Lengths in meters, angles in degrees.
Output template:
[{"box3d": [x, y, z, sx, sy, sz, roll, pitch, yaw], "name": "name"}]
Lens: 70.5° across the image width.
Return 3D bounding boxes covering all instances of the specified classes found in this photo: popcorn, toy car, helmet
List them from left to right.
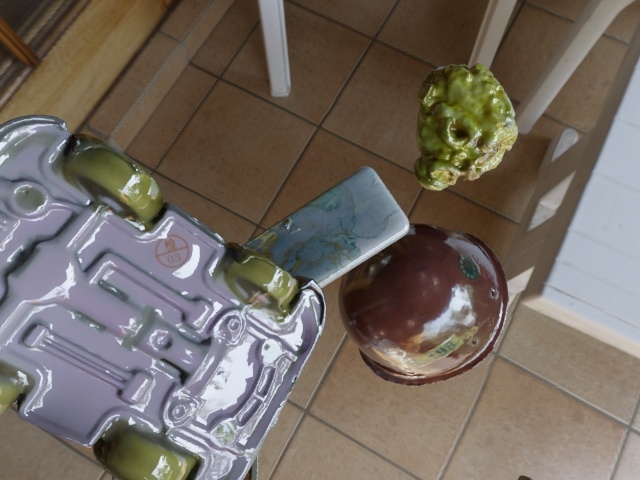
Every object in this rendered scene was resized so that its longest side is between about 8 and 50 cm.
[{"box3d": [-0.197, 0.069, 0.450, 0.336, 0.226, 0.242, 38, 71, -26], "name": "toy car"}, {"box3d": [0.161, 0.109, 0.933, 0.385, 0.230, 0.337, -32, 50, 27], "name": "helmet"}, {"box3d": [0.332, -0.255, 1.039, 0.225, 0.174, 0.285, 7, 102, 27], "name": "popcorn"}]

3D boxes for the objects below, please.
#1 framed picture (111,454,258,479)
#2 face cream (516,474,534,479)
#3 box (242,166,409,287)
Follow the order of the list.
[{"box3d": [-0.276, 0.413, 0.957, 0.290, 0.020, 0.211, 2, 70, -8], "name": "framed picture"}, {"box3d": [0.380, 0.555, 0.889, 0.051, 0.072, 0.182, 40, 59, 6], "name": "face cream"}, {"box3d": [0.000, 0.000, 0.778, 0.285, 0.044, 0.142, -33, 72, 5], "name": "box"}]
